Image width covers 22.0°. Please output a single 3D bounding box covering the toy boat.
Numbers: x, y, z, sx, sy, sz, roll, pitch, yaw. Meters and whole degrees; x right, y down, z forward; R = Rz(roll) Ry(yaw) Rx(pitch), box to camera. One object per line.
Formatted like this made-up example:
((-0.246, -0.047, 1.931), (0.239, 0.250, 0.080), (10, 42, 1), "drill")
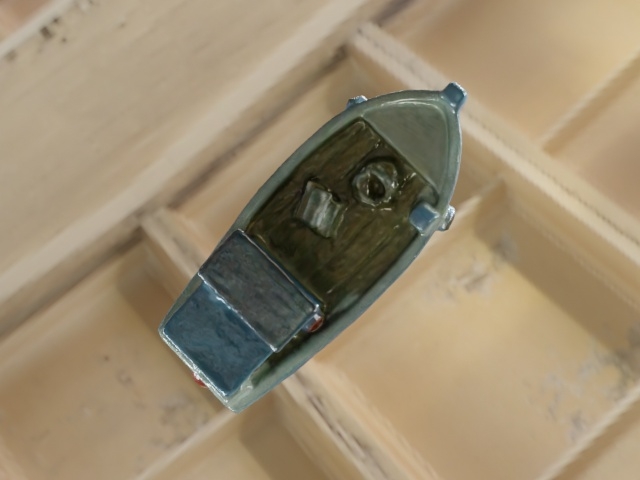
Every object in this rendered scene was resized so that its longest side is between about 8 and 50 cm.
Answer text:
((0.000, 0.000, 0.686), (0.173, 0.059, 0.069), (-45, -97, 8), "toy boat")
